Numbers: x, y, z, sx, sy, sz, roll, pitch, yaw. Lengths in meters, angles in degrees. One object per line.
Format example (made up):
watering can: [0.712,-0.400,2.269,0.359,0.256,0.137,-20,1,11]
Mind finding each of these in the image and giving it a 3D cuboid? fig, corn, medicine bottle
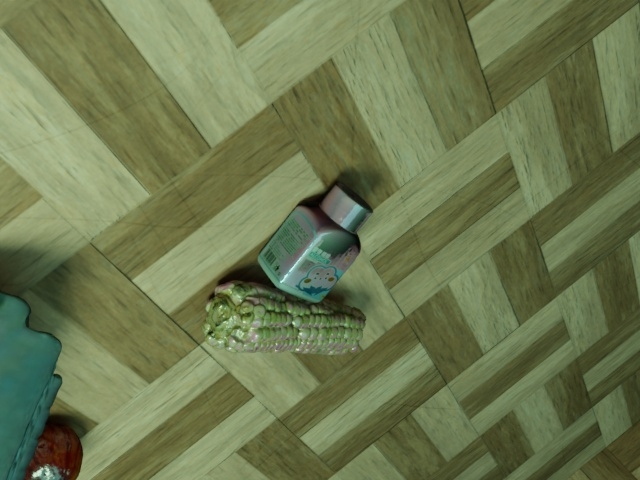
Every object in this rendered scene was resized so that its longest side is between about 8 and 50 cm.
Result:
fig: [-0.450,0.374,1.374,0.128,0.150,0.128,-1,150,-1]
corn: [-0.057,0.141,1.478,0.335,0.126,0.127,12,118,-46]
medicine bottle: [0.000,0.000,1.406,0.119,0.094,0.188,26,107,-45]

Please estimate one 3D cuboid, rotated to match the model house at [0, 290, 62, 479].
model house: [-0.520,0.268,1.122,0.297,0.360,0.339,15,146,-5]
